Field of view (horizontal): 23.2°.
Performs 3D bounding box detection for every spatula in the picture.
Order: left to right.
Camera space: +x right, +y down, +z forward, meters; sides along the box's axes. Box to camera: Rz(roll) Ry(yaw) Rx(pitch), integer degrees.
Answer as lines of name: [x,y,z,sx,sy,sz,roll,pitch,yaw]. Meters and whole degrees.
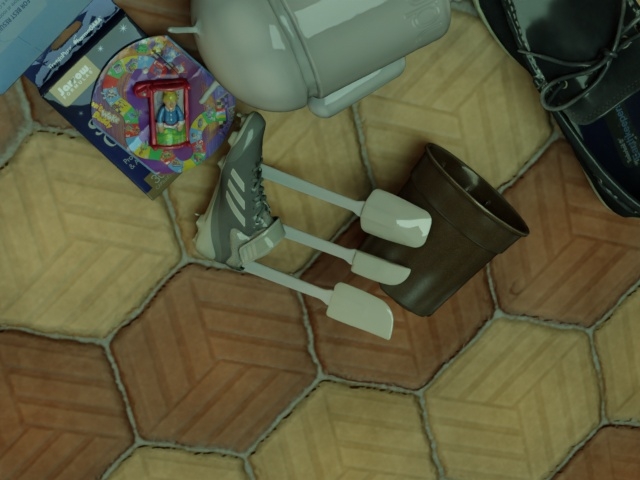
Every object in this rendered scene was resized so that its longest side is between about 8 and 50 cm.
spatula: [0.000,0.000,1.879,0.242,0.019,0.168,22,107,14]

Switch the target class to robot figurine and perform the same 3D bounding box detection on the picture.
robot figurine: [0.005,-0.272,1.732,0.353,0.200,0.300,-28,130,-5]

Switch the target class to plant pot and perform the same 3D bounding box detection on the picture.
plant pot: [0.142,-0.005,1.918,0.167,0.167,0.165,33,107,-26]

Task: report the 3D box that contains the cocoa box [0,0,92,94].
cocoa box: [-0.307,-0.361,1.543,0.347,0.228,0.231,-47,125,-5]

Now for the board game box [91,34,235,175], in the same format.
board game box: [-0.177,-0.147,1.781,0.169,0.033,0.133,40,95,-27]

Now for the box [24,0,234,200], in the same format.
box: [-0.224,-0.167,1.798,0.136,0.036,0.225,-44,116,3]

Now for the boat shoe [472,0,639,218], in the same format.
boat shoe: [0.333,-0.220,1.886,0.187,0.156,0.500,-32,116,-1]

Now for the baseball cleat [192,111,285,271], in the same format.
baseball cleat: [-0.080,-0.055,1.846,0.109,0.072,0.206,26,126,4]
